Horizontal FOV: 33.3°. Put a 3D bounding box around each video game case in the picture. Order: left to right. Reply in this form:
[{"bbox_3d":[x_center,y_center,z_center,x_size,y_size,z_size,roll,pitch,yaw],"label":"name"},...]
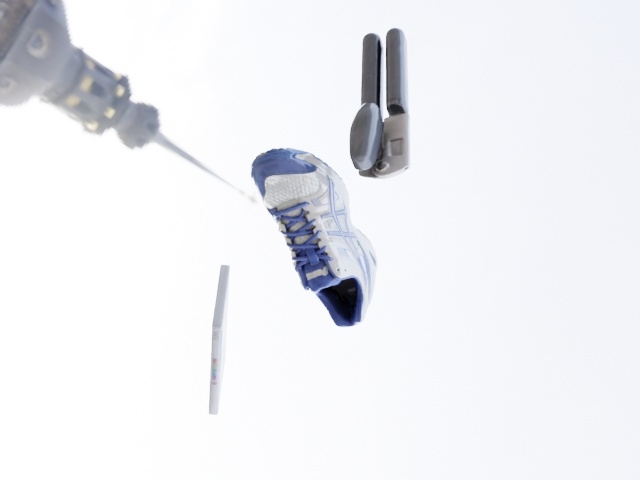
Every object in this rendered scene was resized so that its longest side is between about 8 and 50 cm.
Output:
[{"bbox_3d":[-0.098,0.097,1.036,0.011,0.122,0.087,5,-140,-2],"label":"video game case"}]

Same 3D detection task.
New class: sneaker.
[{"bbox_3d":[0.000,0.000,1.492,0.111,0.296,0.131,-21,-142,23],"label":"sneaker"}]

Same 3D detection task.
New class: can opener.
[{"bbox_3d":[0.089,-0.201,1.508,0.074,0.093,0.280,-7,-131,15],"label":"can opener"}]
